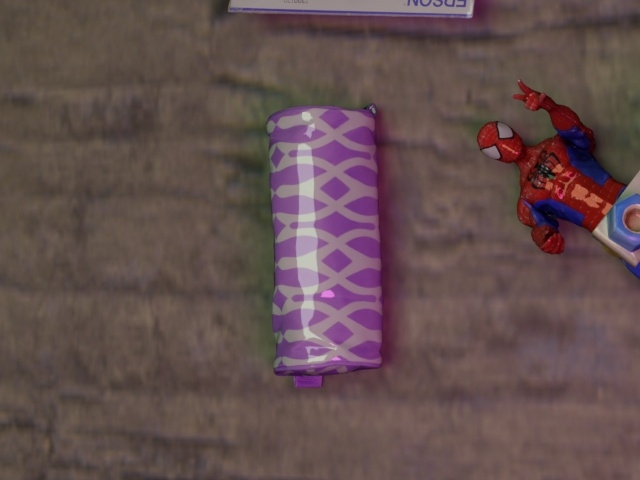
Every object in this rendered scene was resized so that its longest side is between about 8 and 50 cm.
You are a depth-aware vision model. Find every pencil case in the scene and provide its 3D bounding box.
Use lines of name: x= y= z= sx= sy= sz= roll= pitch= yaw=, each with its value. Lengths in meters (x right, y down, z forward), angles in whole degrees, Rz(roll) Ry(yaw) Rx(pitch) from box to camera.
pencil case: x=0.000 y=0.000 z=1.424 sx=0.088 sy=0.086 sz=0.206 roll=-18 pitch=71 yaw=59

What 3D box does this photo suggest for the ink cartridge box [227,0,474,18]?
ink cartridge box: x=0.039 y=-0.264 z=1.456 sx=0.206 sy=0.045 sz=0.208 roll=6 pitch=85 yaw=27

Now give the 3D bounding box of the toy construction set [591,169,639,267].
toy construction set: x=0.304 y=-0.125 z=1.208 sx=0.215 sy=0.151 sz=0.328 roll=13 pitch=90 yaw=1

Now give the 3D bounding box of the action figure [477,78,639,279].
action figure: x=0.202 y=-0.013 z=1.296 sx=0.280 sy=0.139 sz=0.091 roll=34 pitch=98 yaw=29
